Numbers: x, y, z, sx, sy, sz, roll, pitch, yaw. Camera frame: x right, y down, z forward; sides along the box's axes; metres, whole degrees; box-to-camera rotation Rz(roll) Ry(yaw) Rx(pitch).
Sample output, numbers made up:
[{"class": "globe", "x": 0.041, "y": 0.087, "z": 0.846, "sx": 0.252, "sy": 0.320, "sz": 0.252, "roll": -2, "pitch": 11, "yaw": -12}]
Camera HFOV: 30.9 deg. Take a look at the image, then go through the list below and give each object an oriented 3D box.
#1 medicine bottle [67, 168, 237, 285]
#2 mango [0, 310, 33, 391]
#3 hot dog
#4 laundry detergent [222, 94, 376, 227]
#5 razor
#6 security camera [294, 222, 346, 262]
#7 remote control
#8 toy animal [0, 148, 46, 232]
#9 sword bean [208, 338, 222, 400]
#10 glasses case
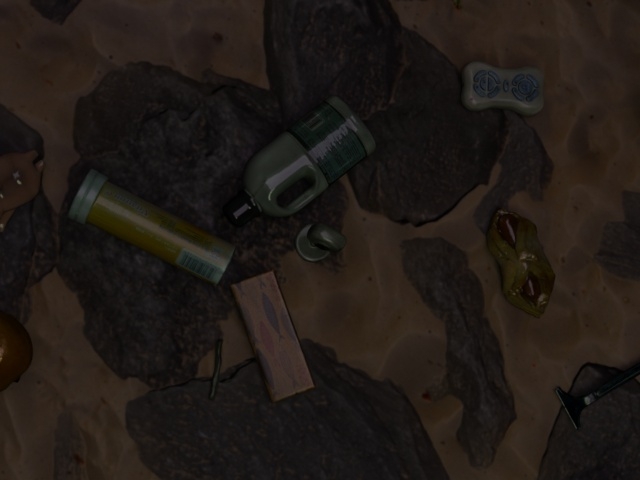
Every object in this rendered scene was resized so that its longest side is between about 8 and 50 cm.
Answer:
[{"class": "medicine bottle", "x": -0.222, "y": -0.014, "z": 1.534, "sx": 0.218, "sy": 0.074, "sz": 0.074, "roll": 27, "pitch": 79, "yaw": -7}, {"class": "mango", "x": -0.448, "y": 0.142, "z": 1.464, "sx": 0.165, "sy": 0.089, "sz": 0.115, "roll": -7, "pitch": 82, "yaw": -8}, {"class": "hot dog", "x": 0.282, "y": 0.029, "z": 1.619, "sx": 0.078, "sy": 0.061, "sz": 0.169, "roll": -22, "pitch": 87, "yaw": -10}, {"class": "laundry detergent", "x": -0.037, "y": -0.097, "z": 1.576, "sx": 0.225, "sy": 0.070, "sz": 0.099, "roll": -39, "pitch": 97, "yaw": -13}, {"class": "razor", "x": 0.429, "y": 0.196, "z": 1.638, "sx": 0.190, "sy": 0.033, "sz": 0.066, "roll": -27, "pitch": 88, "yaw": -13}, {"class": "security camera", "x": 0.000, "y": 0.000, "z": 1.558, "sx": 0.058, "sy": 0.092, "sz": 0.058, "roll": 1, "pitch": 84, "yaw": -11}, {"class": "remote control", "x": 0.263, "y": -0.219, "z": 1.663, "sx": 0.122, "sy": 0.032, "sz": 0.074, "roll": 3, "pitch": 83, "yaw": -9}, {"class": "toy animal", "x": -0.423, "y": -0.065, "z": 1.499, "sx": 0.150, "sy": 0.089, "sz": 0.083, "roll": -41, "pitch": 87, "yaw": -21}, {"class": "sword bean", "x": -0.139, "y": 0.174, "z": 1.553, "sx": 0.012, "sy": 0.012, "sz": 0.083, "roll": 8, "pitch": 80, "yaw": -9}, {"class": "glasses case", "x": -0.064, "y": 0.128, "z": 1.557, "sx": 0.064, "sy": 0.041, "sz": 0.170, "roll": -20, "pitch": 87, "yaw": 0}]
